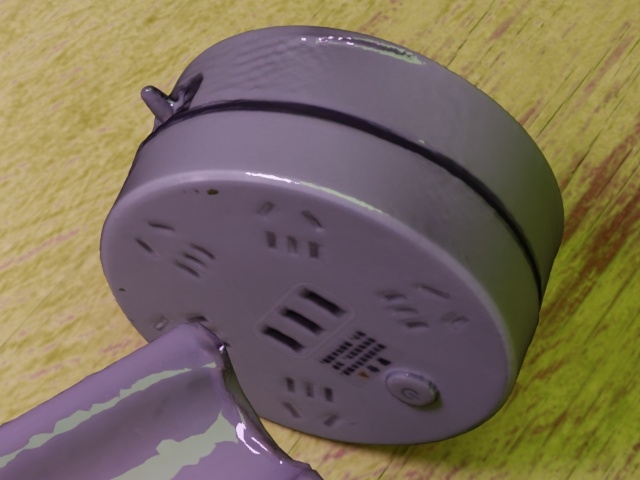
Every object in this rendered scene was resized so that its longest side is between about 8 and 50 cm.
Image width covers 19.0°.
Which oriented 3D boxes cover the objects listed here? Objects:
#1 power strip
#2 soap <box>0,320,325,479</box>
[{"bbox_3d":[0.000,0.000,1.476,0.357,0.357,0.161,21,56,4],"label":"power strip"},{"bbox_3d":[-0.199,0.295,1.238,0.435,0.350,0.213,-30,59,-17],"label":"soap"}]
